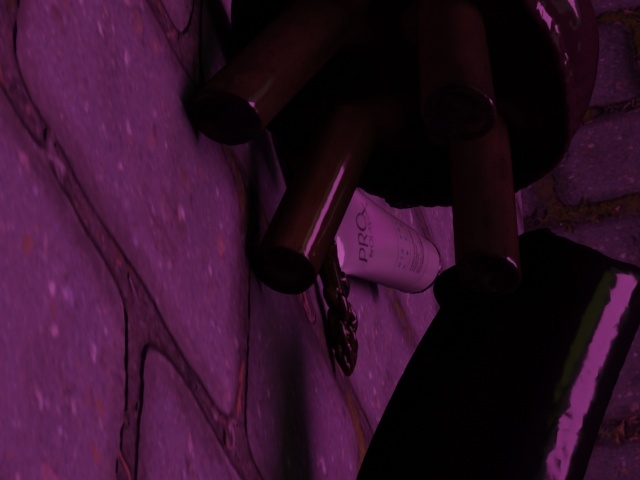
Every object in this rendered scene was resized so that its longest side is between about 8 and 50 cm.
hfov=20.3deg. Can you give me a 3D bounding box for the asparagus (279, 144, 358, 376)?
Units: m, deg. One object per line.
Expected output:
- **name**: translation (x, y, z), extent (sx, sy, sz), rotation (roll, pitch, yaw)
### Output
- **asparagus**: translation (0.001, 0.000, 1.440), extent (0.034, 0.027, 0.236), rotation (-63, 142, -62)

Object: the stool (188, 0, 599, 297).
- **stool**: translation (0.048, -0.093, 1.241), extent (0.272, 0.272, 0.178), rotation (69, 29, -42)

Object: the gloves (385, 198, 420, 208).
- **gloves**: translation (0.054, -0.113, 1.590), extent (0.180, 0.106, 0.129), rotation (65, 21, -62)

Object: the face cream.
- **face cream**: translation (0.048, 0.002, 1.605), extent (0.244, 0.058, 0.092), rotation (25, 58, -68)

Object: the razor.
- **razor**: translation (0.109, 0.158, 1.252), extent (0.113, 0.204, 0.349), rotation (28, 72, -25)
